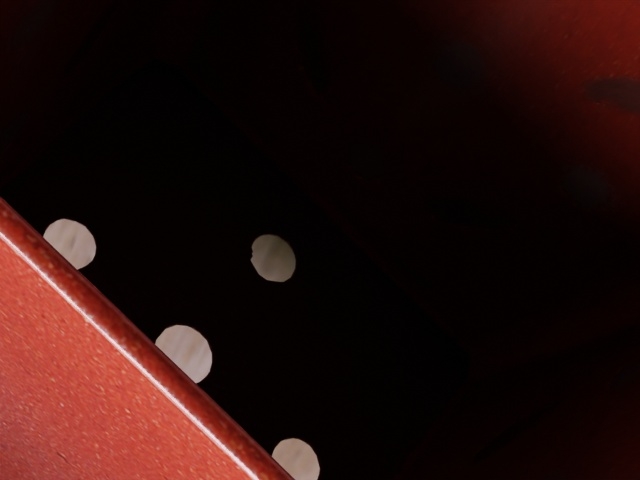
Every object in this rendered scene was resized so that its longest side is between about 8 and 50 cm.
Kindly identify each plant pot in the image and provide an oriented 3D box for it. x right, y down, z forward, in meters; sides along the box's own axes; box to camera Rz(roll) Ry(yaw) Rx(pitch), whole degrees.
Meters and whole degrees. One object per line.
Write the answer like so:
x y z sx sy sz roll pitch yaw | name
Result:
0.000 0.000 0.505 0.267 0.267 0.236 45 145 -3 | plant pot
